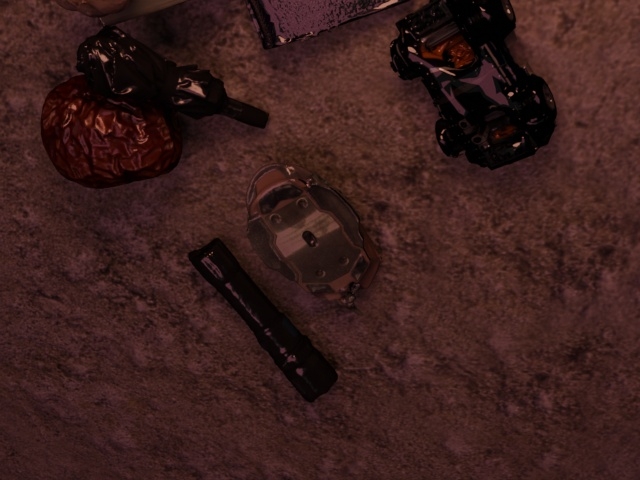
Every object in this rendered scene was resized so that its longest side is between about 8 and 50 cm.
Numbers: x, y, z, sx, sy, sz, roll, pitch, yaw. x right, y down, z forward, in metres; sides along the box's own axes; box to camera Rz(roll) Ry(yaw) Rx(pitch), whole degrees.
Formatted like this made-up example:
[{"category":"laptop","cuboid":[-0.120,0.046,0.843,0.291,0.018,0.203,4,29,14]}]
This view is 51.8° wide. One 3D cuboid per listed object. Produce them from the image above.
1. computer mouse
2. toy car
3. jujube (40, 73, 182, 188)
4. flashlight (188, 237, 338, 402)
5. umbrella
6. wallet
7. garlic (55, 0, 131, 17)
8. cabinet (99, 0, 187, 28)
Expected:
[{"category":"computer mouse","cuboid":[-0.001,-0.005,1.258,0.199,0.115,0.389,-25,123,17]},{"category":"toy car","cuboid":[0.243,-0.249,1.033,0.193,0.118,0.301,-21,114,35]},{"category":"jujube","cuboid":[-0.375,-0.196,1.178,0.232,0.213,0.213,-7,119,6]},{"category":"flashlight","cuboid":[-0.121,0.170,1.403,0.103,0.103,0.424,-30,109,29]},{"category":"umbrella","cuboid":[-0.234,-0.253,1.102,0.340,0.118,0.118,16,132,-37]},{"category":"wallet","cuboid":[-0.007,-0.438,1.020,0.262,0.071,0.221,-14,115,15]},{"category":"garlic","cuboid":[-0.335,-0.392,0.940,0.159,0.102,0.147,14,142,21]},{"category":"cabinet","cuboid":[-0.258,-0.448,1.033,0.206,0.150,0.145,-9,122,21]}]
